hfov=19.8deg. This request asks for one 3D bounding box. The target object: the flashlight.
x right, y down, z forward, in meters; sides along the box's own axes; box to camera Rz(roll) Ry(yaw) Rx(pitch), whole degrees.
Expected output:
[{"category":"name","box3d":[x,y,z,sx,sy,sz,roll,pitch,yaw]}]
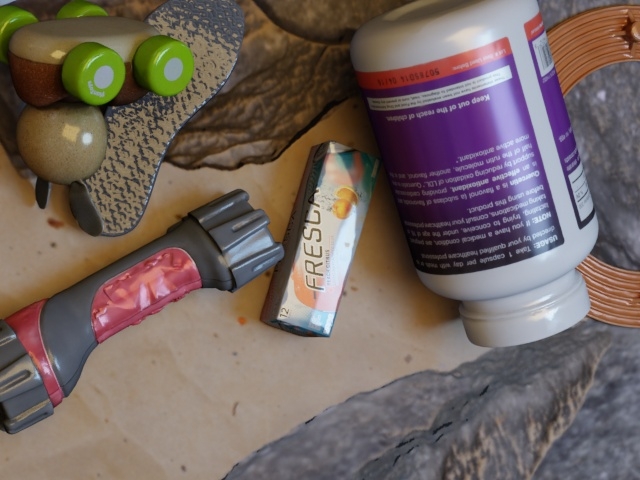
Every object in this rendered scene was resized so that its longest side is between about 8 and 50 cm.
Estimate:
[{"category":"flashlight","box3d":[-0.176,0.062,1.676,0.304,0.103,0.103,-28,95,-17]}]

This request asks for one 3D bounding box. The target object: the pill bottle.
[{"category":"pill bottle","box3d":[0.153,-0.070,1.734,0.181,0.181,0.323,-22,105,-18]}]

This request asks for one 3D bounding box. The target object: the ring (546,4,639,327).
[{"category":"ring","box3d":[0.332,-0.078,1.891,0.336,0.032,0.337,1,86,-19]}]

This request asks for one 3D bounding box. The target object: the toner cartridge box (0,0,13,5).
[{"category":"toner cartridge box","box3d":[-0.315,-0.292,1.647,0.347,0.075,0.165,-26,111,-18]}]

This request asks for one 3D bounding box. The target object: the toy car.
[{"category":"toy car","box3d":[-0.214,-0.104,1.645,0.149,0.155,0.188,-11,117,-41]}]

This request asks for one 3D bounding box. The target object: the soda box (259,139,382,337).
[{"category":"soda box","box3d":[0.000,0.000,1.759,0.058,0.063,0.183,19,81,-16]}]

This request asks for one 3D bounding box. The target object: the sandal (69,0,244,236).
[{"category":"sandal","box3d":[-0.161,-0.124,1.726,0.097,0.054,0.254,32,87,-7]}]
